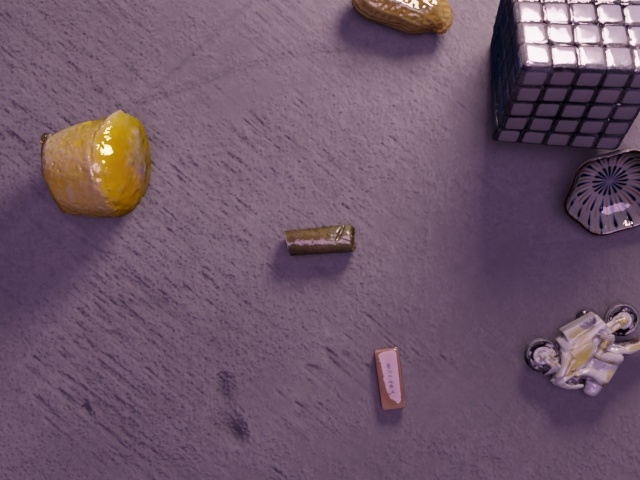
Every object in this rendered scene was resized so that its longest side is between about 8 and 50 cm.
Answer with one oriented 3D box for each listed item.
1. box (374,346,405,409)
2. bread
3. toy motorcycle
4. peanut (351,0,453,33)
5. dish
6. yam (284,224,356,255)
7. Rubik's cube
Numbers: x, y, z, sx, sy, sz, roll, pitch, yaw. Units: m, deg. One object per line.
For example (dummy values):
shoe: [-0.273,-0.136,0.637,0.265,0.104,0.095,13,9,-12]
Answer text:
box: [0.130,0.260,1.918,0.048,0.025,0.115,-7,91,0]
bread: [-0.399,-0.135,1.846,0.170,0.197,0.197,-1,92,12]
toy motorcycle: [0.498,0.211,1.886,0.228,0.074,0.151,-24,94,0]
peanut: [0.150,-0.431,1.871,0.194,0.083,0.093,14,57,-4]
dish: [0.530,-0.102,1.861,0.190,0.066,0.191,-2,127,-2]
yam: [0.000,0.000,1.900,0.132,0.054,0.054,-4,92,2]
Rubik's cube: [0.424,-0.316,1.754,0.238,0.237,0.237,2,64,-1]
